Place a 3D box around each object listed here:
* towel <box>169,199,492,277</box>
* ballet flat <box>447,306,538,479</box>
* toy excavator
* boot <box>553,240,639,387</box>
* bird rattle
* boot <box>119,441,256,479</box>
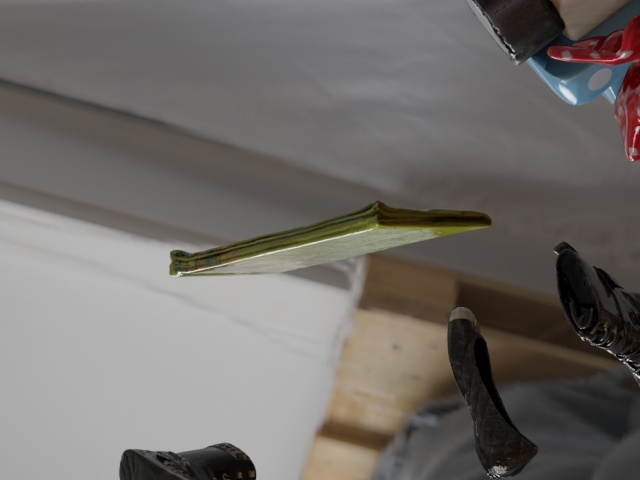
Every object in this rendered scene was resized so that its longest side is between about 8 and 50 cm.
[{"bbox_3d":[0.000,0.000,1.100,0.237,0.102,0.021,-13,81,50],"label":"towel"},{"bbox_3d":[0.146,0.127,1.366,0.049,0.057,0.173,-30,49,19],"label":"ballet flat"},{"bbox_3d":[0.305,-0.195,1.601,0.222,0.433,0.445,-39,-35,4],"label":"toy excavator"},{"bbox_3d":[0.387,0.140,2.015,0.091,0.229,0.263,-37,53,23],"label":"boot"},{"bbox_3d":[0.286,-0.178,1.105,0.207,0.143,0.253,-38,-17,-45],"label":"bird rattle"},{"bbox_3d":[-0.145,0.346,2.199,0.236,0.178,0.085,29,112,43],"label":"boot"}]
